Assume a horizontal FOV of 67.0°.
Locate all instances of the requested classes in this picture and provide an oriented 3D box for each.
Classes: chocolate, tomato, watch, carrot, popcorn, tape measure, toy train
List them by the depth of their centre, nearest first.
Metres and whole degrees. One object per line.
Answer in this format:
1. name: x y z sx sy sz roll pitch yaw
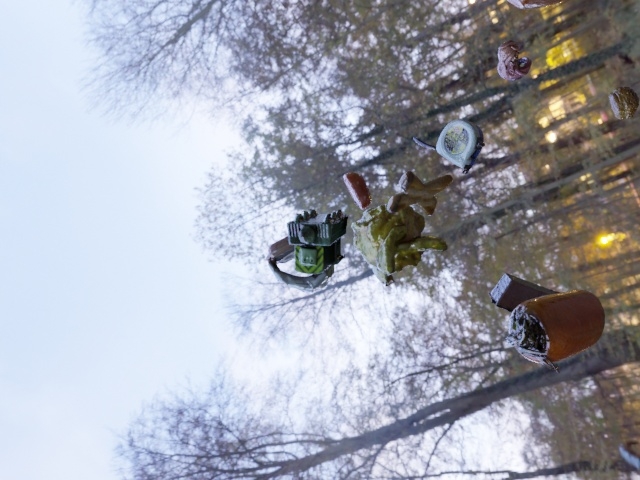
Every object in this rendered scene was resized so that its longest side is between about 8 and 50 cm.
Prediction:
1. toy train: 0.000 0.000 1.421 0.330 0.138 0.178 -34 -54 -75
2. carrot: 0.671 0.267 1.433 0.331 0.193 0.215 -3 -85 -27
3. chocolate: 0.783 0.219 1.755 0.321 0.112 0.112 19 -158 -3
4. popcorn: 0.267 -0.002 1.811 0.290 0.321 0.326 49 -139 -7
5. watch: -0.071 0.102 1.983 0.241 0.253 0.162 65 -170 18
6. tape measure: 0.621 -0.494 2.321 0.097 0.215 0.351 -2 -144 -44
7. tomato: 0.214 -0.278 2.648 0.237 0.095 0.237 64 180 0

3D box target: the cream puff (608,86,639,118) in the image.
1. cream puff: 1.308 -0.597 2.079 0.126 0.103 0.144 31 -132 -44

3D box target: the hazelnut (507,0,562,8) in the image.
1. hazelnut: 0.738 -0.977 1.647 0.372 0.315 0.372 46 174 6

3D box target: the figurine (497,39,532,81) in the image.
1. figurine: 0.703 -0.656 1.781 0.157 0.114 0.126 23 -172 -46

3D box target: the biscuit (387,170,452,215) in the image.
1. biscuit: 0.330 -0.158 1.612 0.207 0.164 0.047 0 -139 -33

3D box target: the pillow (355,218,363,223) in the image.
1. pillow: 0.241 -0.095 2.182 0.135 0.211 0.034 0 -99 -18
